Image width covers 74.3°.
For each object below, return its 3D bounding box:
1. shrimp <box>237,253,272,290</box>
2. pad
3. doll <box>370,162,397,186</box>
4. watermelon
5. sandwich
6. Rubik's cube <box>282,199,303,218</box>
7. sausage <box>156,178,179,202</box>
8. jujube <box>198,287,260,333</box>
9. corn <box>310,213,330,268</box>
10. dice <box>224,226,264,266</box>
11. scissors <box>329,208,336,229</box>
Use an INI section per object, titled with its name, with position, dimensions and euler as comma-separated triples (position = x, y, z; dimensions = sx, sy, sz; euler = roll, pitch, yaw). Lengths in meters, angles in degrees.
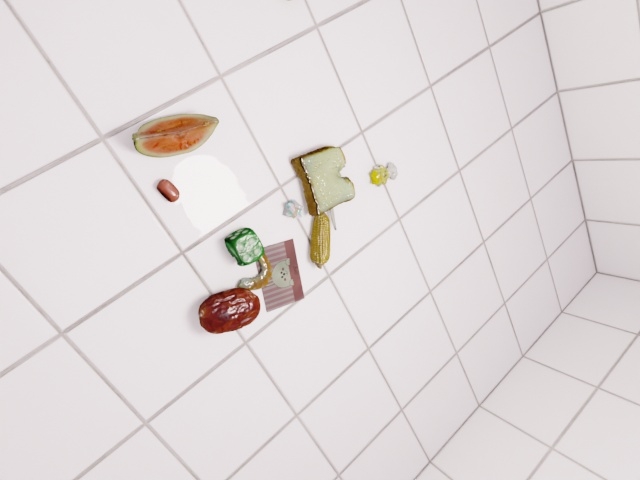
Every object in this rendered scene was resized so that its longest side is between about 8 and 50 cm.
[shrimp]
position = -0.284, 0.132, 1.818
dimensions = 0.161, 0.049, 0.166
euler = -9, 102, -28
[pad]
position = -0.183, 0.158, 1.910
dimensions = 0.202, 0.005, 0.300
euler = -17, 107, -27
[doll]
position = 0.315, -0.327, 2.088
dimensions = 0.162, 0.062, 0.106
euler = -24, 115, -26
[watermelon]
position = -0.536, -0.402, 1.536
dimensions = 0.303, 0.159, 0.128
euler = -20, 79, -24
[sandwich]
position = 0.023, -0.275, 1.884
dimensions = 0.249, 0.095, 0.273
euler = -25, 101, -27
[Rubik's cube]
position = -0.119, -0.136, 1.857
dimensions = 0.075, 0.073, 0.084
euler = -7, 104, -30
[sausage]
position = -0.569, -0.188, 1.588
dimensions = 0.094, 0.059, 0.054
euler = 50, 60, -23
[jujube]
position = -0.371, 0.286, 1.727
dimensions = 0.250, 0.174, 0.174
euler = -8, 103, -27
[corn]
position = 0.000, 0.000, 1.940
dimensions = 0.097, 0.097, 0.262
euler = 1, 92, -31
[dice]
position = -0.312, 0.024, 1.736
dimensions = 0.120, 0.131, 0.128
euler = -32, 112, -23
[scissors]
position = 0.049, -0.151, 1.961
dimensions = 0.110, 0.021, 0.212
euler = -11, 91, -32
